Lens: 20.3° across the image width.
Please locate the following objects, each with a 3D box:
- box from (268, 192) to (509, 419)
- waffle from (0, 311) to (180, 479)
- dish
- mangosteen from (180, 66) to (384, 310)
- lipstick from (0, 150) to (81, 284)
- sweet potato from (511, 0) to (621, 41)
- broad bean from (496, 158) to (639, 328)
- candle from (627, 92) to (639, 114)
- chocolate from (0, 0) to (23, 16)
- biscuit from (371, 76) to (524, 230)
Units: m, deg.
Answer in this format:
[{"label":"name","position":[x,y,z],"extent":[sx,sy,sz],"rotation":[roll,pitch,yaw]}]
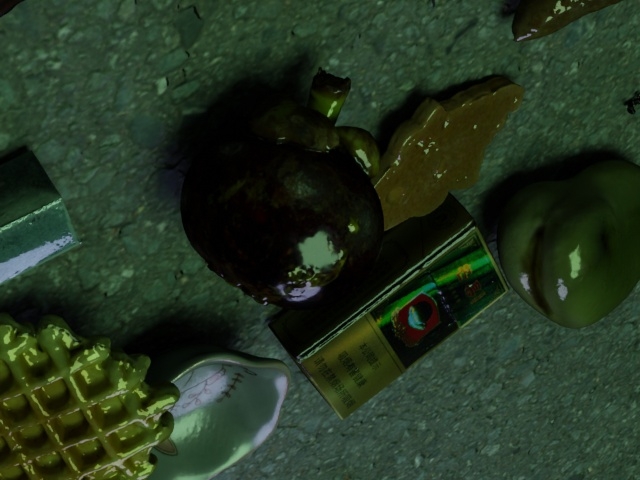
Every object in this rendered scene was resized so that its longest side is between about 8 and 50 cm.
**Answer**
[{"label":"box","position":[0.076,0.070,1.907],"extent":[0.240,0.071,0.159],"rotation":[-38,143,-2]},{"label":"waffle","position":[-0.271,0.176,1.669],"extent":[0.261,0.056,0.250],"rotation":[18,119,-18]},{"label":"dish","position":[-0.144,0.166,1.813],"extent":[0.229,0.081,0.229],"rotation":[-23,145,-17]},{"label":"mangosteen","position":[-0.021,-0.048,1.611],"extent":[0.192,0.192,0.217],"rotation":[33,84,-53]},{"label":"lipstick","position":[-0.348,0.028,1.485],"extent":[0.289,0.076,0.077],"rotation":[-29,145,-14]},{"label":"sweet potato","position":[0.328,-0.296,1.709],"extent":[0.341,0.092,0.114],"rotation":[-31,160,-9]},{"label":"broad bean","position":[0.303,0.006,1.974],"extent":[0.263,0.121,0.189],"rotation":[-9,111,-47]},{"label":"candle","position":[0.404,-0.167,1.979],"extent":[0.167,0.021,0.026],"rotation":[-14,112,-28]},{"label":"chocolate","position":[-0.292,-0.254,1.174],"extent":[0.301,0.137,0.289],"rotation":[-36,144,-5]},{"label":"biscuit","position":[0.105,-0.080,1.790],"extent":[0.250,0.035,0.162],"rotation":[-40,144,-13]}]
